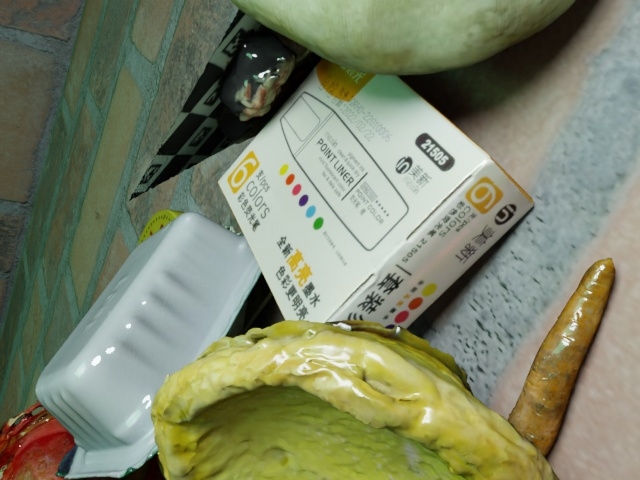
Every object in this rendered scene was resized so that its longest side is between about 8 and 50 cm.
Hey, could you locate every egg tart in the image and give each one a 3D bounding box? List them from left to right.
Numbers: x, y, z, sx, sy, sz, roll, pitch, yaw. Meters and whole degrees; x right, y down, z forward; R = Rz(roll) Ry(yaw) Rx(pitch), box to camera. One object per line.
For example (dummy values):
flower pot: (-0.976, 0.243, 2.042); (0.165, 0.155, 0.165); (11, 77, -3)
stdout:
egg tart: (0.029, 0.153, 0.445); (0.294, 0.294, 0.123); (-48, 10, 39)

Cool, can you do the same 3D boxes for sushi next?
sushi: (-0.060, -0.164, 0.719); (0.059, 0.294, 0.292); (44, 129, 0)

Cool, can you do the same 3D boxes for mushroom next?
mushroom: (0.062, -0.290, 0.491); (0.260, 0.351, 0.353); (68, -166, -66)

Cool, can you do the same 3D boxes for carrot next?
carrot: (0.170, 0.087, 0.441); (0.035, 0.035, 0.165); (33, 109, 54)

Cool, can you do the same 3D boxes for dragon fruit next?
dragon fruit: (-0.299, 0.354, 0.838); (0.296, 0.295, 0.302); (-52, 44, 36)

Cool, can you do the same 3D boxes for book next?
book: (-0.088, 0.033, 0.856); (0.182, 0.014, 0.127); (-54, 41, 35)

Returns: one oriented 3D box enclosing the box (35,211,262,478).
box: (-0.199, 0.092, 0.710); (0.264, 0.106, 0.337); (-26, 28, 47)

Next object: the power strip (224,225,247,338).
power strip: (-0.131, 0.076, 0.865); (0.081, 0.035, 0.192); (1, 83, 56)

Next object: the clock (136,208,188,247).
clock: (-0.287, 0.084, 1.088); (0.293, 0.071, 0.277); (47, 120, 51)

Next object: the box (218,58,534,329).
box: (0.029, -0.047, 0.587); (0.221, 0.091, 0.274); (-48, 42, 12)

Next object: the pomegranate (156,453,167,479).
pomegranate: (-0.095, 0.212, 0.690); (0.196, 0.196, 0.196); (-20, 66, 53)
